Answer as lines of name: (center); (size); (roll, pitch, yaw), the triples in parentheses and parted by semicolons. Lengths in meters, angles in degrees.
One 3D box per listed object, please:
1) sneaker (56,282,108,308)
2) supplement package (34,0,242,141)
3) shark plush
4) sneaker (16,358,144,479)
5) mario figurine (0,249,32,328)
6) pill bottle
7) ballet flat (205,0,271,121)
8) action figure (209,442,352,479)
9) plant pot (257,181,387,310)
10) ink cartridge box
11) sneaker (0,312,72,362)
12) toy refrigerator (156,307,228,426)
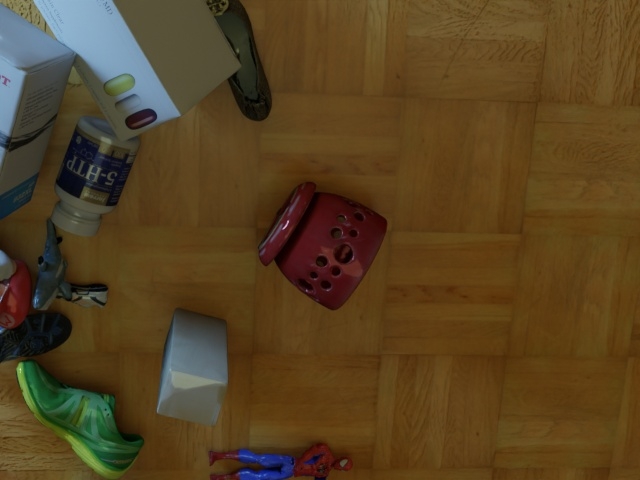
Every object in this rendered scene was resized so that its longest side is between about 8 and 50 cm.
sneaker: (-0.441, 0.103, 1.795); (0.109, 0.040, 0.044); (4, 118, -2)
supplement package: (-0.284, -0.328, 1.566); (0.145, 0.204, 0.262); (-17, 112, 35)
shark plush: (-0.474, 0.045, 1.742); (0.073, 0.067, 0.161); (10, 82, 20)
sneaker: (-0.447, 0.314, 1.839); (0.123, 0.109, 0.295); (-44, 111, -7)
mario figurine: (-0.632, 0.036, 1.677); (0.170, 0.198, 0.320); (-45, 103, -9)
pill bottle: (-0.392, -0.107, 1.695); (0.112, 0.112, 0.187); (21, 104, -12)
ballet flat: (-0.144, -0.319, 1.682); (0.084, 0.058, 0.250); (-20, 109, 0)
action figure: (-0.071, 0.456, 1.901); (0.280, 0.139, 0.092); (-4, 109, -8)
plant pot: (0.000, 0.000, 1.735); (0.174, 0.191, 0.191); (33, 102, -7)
ink cartridge box: (-0.543, -0.212, 1.555); (0.223, 0.129, 0.307); (34, 124, 7)
sneaker: (-0.558, 0.177, 1.790); (0.211, 0.081, 0.080); (-16, 102, -20)
toy refrigerator: (-0.223, 0.220, 1.734); (0.102, 0.269, 0.094); (15, 105, -11)
